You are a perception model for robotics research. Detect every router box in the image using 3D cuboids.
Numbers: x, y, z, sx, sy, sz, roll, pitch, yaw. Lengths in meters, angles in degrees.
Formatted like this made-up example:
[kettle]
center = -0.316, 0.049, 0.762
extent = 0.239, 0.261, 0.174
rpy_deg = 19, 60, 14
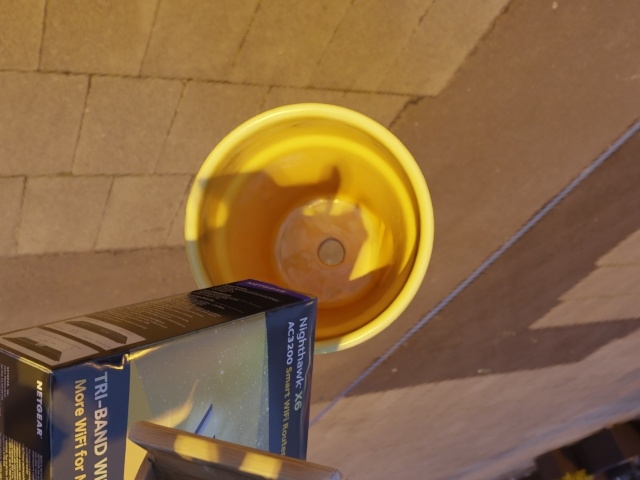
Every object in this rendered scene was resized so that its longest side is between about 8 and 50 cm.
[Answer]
[router box]
center = -0.113, 0.199, 0.538
extent = 0.081, 0.308, 0.243
rpy_deg = 12, -166, 35

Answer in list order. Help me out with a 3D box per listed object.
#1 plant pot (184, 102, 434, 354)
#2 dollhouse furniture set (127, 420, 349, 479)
[plant pot]
center = 0.000, 0.000, 0.846
extent = 0.254, 0.253, 0.239
rpy_deg = -22, 170, 4
[dollhouse furniture set]
center = -0.095, 0.111, 0.228
extent = 0.212, 0.160, 0.242
rpy_deg = 5, 149, 28
